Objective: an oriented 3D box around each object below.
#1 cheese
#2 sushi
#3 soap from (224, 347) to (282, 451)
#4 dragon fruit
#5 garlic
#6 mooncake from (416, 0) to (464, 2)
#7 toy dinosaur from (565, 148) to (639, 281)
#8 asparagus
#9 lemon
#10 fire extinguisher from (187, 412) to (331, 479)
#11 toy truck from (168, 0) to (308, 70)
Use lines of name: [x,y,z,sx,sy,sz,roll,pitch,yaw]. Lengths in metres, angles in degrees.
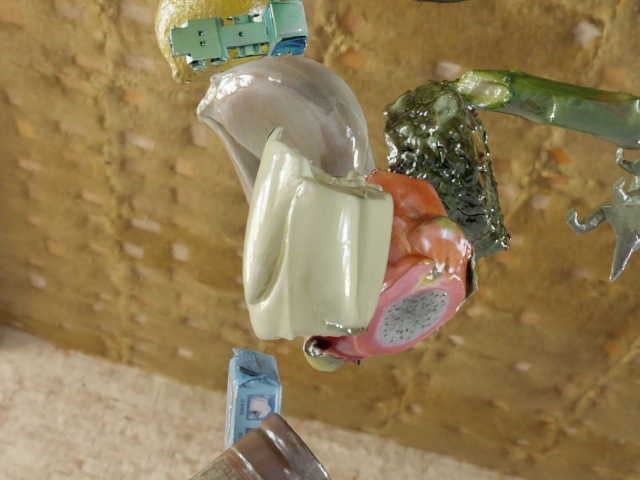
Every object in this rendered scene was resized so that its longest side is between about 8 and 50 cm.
cheese: [0.000,0.000,1.159,0.127,0.233,0.266,7,0,13]
sushi: [0.223,-0.136,1.947,0.178,0.352,0.294,-16,-50,14]
soap: [-0.107,0.310,1.624,0.077,0.293,0.156,3,13,-8]
dragon fruit: [0.081,0.054,1.437,0.291,0.189,0.290,-18,-32,-12]
garlic: [-0.025,-0.108,1.535,0.246,0.340,0.231,-15,-2,-14]
mooncake: [0.106,-0.414,1.201,0.154,0.306,0.306,1,-33,33]
toy dinosaur: [0.551,-0.078,1.817,0.162,0.294,0.077,35,7,-30]
asparagus: [0.356,-0.198,1.537,0.343,0.082,0.085,11,9,-17]
lemon: [-0.162,-0.357,1.688,0.188,0.256,0.188,32,-15,10]
fire extinguisher: [-0.115,0.220,0.767,0.075,0.252,0.106,38,-22,48]
toy truck: [-0.102,-0.263,1.324,0.175,0.067,0.081,-9,-4,-11]
